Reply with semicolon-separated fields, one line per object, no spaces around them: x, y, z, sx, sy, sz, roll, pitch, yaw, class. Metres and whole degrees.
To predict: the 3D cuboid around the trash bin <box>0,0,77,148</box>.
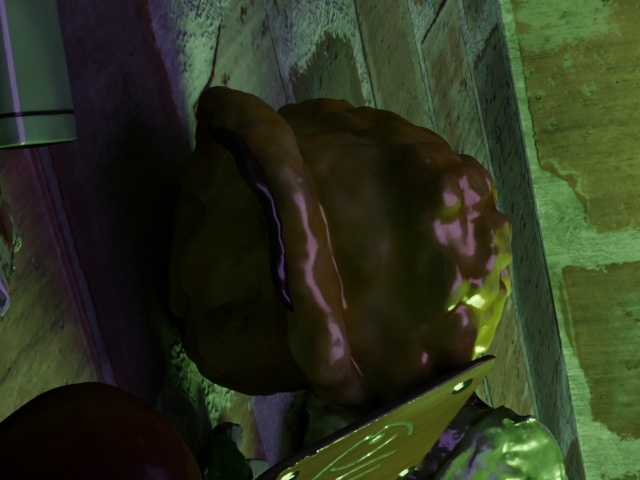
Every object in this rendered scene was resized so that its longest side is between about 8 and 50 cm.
-0.244;-0.138;1.492;0.116;0.059;0.130;-16;99;-73;trash bin

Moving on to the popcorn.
0.000;0.000;1.793;0.382;0.349;0.349;42;45;-56;popcorn

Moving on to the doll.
-0.076;0.265;1.912;0.190;0.050;0.115;66;21;-50;doll

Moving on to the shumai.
0.140;0.279;2.188;0.330;0.288;0.292;61;29;-54;shumai

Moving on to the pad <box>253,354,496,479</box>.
0.021;0.220;1.778;0.018;0.286;0.284;54;-32;17;pad

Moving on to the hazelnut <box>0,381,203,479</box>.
-0.185;0.226;1.354;0.217;0.217;0.251;-68;164;-56;hazelnut

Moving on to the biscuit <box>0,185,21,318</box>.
-0.256;-0.030;1.248;0.309;0.079;0.186;-125;-162;-80;biscuit
